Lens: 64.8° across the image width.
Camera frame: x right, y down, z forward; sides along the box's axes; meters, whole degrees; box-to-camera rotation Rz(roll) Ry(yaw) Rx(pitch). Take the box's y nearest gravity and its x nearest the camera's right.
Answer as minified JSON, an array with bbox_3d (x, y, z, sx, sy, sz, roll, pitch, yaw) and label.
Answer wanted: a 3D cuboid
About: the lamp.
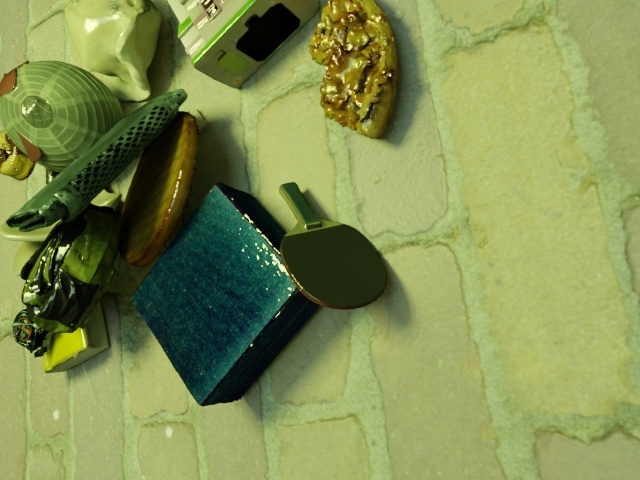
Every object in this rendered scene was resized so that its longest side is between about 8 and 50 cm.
[{"bbox_3d":[-0.555,-0.266,1.083,0.233,0.233,0.265,-28,94,24],"label":"lamp"}]

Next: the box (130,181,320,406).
[{"bbox_3d":[-0.159,0.090,0.876,0.279,0.116,0.261,-51,60,14],"label":"box"}]

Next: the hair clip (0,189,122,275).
[{"bbox_3d":[-0.571,-0.033,1.122,0.282,0.113,0.172,-32,45,-18],"label":"hair clip"}]

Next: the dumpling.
[{"bbox_3d":[-0.452,-0.445,1.133,0.318,0.187,0.243,34,139,37],"label":"dumpling"}]

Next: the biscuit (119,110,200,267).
[{"bbox_3d":[-0.316,-0.102,0.982,0.318,0.040,0.318,-29,52,44],"label":"biscuit"}]

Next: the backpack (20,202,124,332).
[{"bbox_3d":[-0.483,0.042,0.987,0.207,0.140,0.253,20,83,57],"label":"backpack"}]

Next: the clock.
[{"bbox_3d":[-0.181,-0.493,0.958,0.235,0.166,0.309,-37,74,20],"label":"clock"}]

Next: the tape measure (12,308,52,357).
[{"bbox_3d":[-0.613,0.189,1.081,0.094,0.054,0.091,32,99,24],"label":"tape measure"}]

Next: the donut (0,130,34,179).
[{"bbox_3d":[-0.817,-0.233,1.346,0.140,0.059,0.140,-5,81,33],"label":"donut"}]

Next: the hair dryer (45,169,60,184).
[{"bbox_3d":[-0.641,-0.220,1.244,0.195,0.078,0.248,-1,91,29],"label":"hair dryer"}]

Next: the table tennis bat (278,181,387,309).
[{"bbox_3d":[0.000,0.000,0.800,0.274,0.154,0.021,58,148,36],"label":"table tennis bat"}]

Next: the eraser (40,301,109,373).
[{"bbox_3d":[-0.565,0.169,1.128,0.158,0.069,0.226,-29,69,21],"label":"eraser"}]

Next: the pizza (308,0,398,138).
[{"bbox_3d":[0.049,-0.301,0.837,0.161,0.085,0.305,-21,71,27],"label":"pizza"}]

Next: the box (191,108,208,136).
[{"bbox_3d":[-0.271,-0.228,1.053,0.083,0.012,0.046,-44,63,17],"label":"box"}]

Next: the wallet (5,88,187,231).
[{"bbox_3d":[-0.399,-0.140,0.928,0.237,0.075,0.342,-8,38,48],"label":"wallet"}]
